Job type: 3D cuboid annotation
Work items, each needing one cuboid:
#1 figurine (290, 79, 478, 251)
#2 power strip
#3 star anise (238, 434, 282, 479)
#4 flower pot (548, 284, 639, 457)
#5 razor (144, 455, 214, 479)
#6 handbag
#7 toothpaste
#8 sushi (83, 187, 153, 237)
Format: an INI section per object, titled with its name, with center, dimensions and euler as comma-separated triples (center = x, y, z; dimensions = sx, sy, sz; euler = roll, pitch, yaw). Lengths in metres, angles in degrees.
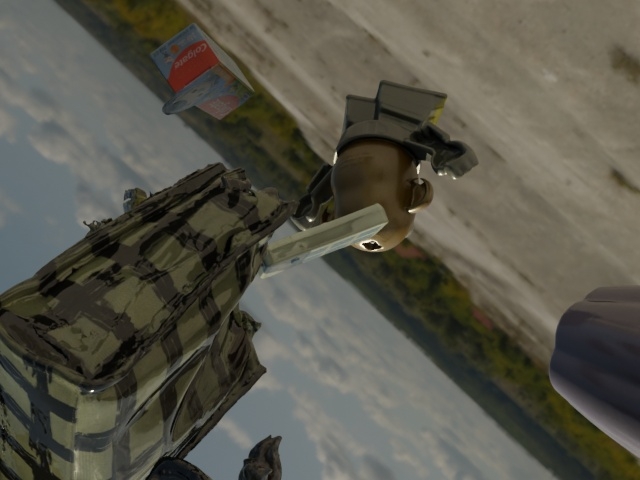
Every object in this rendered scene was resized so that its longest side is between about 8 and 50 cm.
[figurine]
center = 0.096, -0.112, 1.593
dimensions = 0.167, 0.342, 0.284
euler = 25, -129, -21
[power strip]
center = 0.000, 0.000, 1.271
dimensions = 0.035, 0.192, 0.081
euler = 67, 163, 6
[star anise]
center = -0.097, 0.373, 1.367
dimensions = 0.061, 0.204, 0.180
euler = 16, -173, 9
[flower pot]
center = 0.462, 0.183, 1.319
dimensions = 0.265, 0.265, 0.243
euler = 43, 164, -33
[razor]
center = -0.067, 0.217, 0.722
dimensions = 0.090, 0.054, 0.148
euler = 8, 154, 49
[handbag]
center = -0.173, 0.113, 0.963
dimensions = 0.163, 0.327, 0.325
euler = 35, 137, 17
[toothpaste]
center = -0.115, -0.150, 0.913
dimensions = 0.044, 0.070, 0.193
euler = 55, -175, 3
[sushi]
center = -0.346, 0.050, 1.529
dimensions = 0.131, 0.290, 0.139
euler = 26, 175, -19
